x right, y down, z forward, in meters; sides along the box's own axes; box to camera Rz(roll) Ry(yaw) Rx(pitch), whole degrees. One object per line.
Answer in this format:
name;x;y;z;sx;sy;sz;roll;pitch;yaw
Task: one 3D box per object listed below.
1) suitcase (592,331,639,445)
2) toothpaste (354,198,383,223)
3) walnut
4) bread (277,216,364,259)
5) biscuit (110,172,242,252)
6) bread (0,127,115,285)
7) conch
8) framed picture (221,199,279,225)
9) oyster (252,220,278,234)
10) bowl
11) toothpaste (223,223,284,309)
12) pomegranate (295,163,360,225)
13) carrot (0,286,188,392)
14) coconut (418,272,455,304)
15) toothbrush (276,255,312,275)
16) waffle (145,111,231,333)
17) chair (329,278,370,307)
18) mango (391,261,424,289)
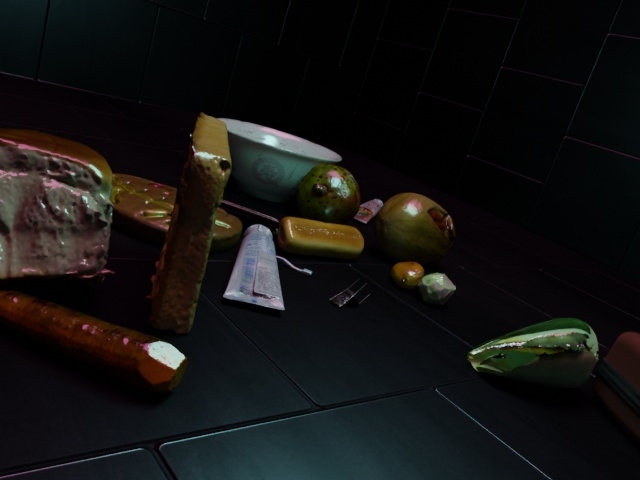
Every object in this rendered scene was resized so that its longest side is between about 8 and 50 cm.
suitcase;0.681;0.296;1.054;0.296;0.161;0.236;16;17;-11
toothpaste;0.161;-0.100;2.063;0.089;0.057;0.234;24;24;18
walnut;0.272;-0.028;1.671;0.203;0.203;0.297;31;3;39
bread;0.000;0.000;1.468;0.239;0.074;0.093;8;54;-34
biscuit;-0.361;-0.082;1.362;0.393;0.070;0.350;21;16;12
bread;-0.445;-0.052;0.874;0.250;0.225;0.279;3;3;-27
conch;0.422;0.211;1.096;0.250;0.137;0.143;8;19;-31
framed picture;-0.196;-0.076;1.520;0.199;0.010;0.195;19;-3;-6
oyster;-0.134;-0.029;1.511;0.093;0.034;0.051;6;26;-49
bowl;-0.164;-0.244;1.911;0.434;0.196;0.435;17;15;-5
toothpaste;-0.129;0.055;1.175;0.113;0.073;0.299;16;23;-11
pomegranate;0.023;-0.114;1.760;0.198;0.246;0.198;2;52;-3
carrot;-0.321;0.114;0.745;0.313;0.066;0.066;20;15;9
coconut;0.274;0.115;1.387;0.082;0.081;0.083;50;-9;-16
toothbrush;-0.093;0.046;1.329;0.162;0.014;0.017;22;30;14
waffle;-0.217;-0.047;0.975;0.077;0.305;0.348;14;18;-15
chair;0.062;0.120;1.216;0.086;0.042;0.037;-34;41;-24
mango;0.216;0.085;1.454;0.080;0.061;0.114;2;17;2
